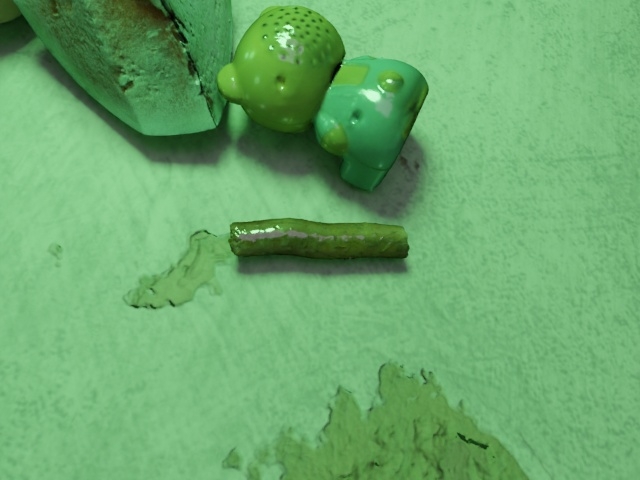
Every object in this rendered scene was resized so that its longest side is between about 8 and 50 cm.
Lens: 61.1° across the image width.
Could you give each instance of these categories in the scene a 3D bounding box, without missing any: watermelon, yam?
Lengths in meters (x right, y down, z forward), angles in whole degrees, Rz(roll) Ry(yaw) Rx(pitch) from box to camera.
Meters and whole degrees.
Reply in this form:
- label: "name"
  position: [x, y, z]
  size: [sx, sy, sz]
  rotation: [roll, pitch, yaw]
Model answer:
- label: "watermelon"
  position: [-0.246, -0.307, 0.699]
  size: [0.289, 0.213, 0.320]
  rotation: [12, 79, -8]
- label: "yam"
  position: [0.000, 0.000, 0.710]
  size: [0.241, 0.057, 0.057]
  rotation: [1, 67, -13]

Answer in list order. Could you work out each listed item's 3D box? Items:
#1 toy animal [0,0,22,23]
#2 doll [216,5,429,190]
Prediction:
- label: "toy animal"
  position: [-0.416, -0.447, 0.735]
  size: [0.237, 0.269, 0.327]
  rotation: [28, 97, 3]
- label: "doll"
  position: [0.004, -0.204, 0.736]
  size: [0.260, 0.161, 0.177]
  rotation: [28, 67, -1]
